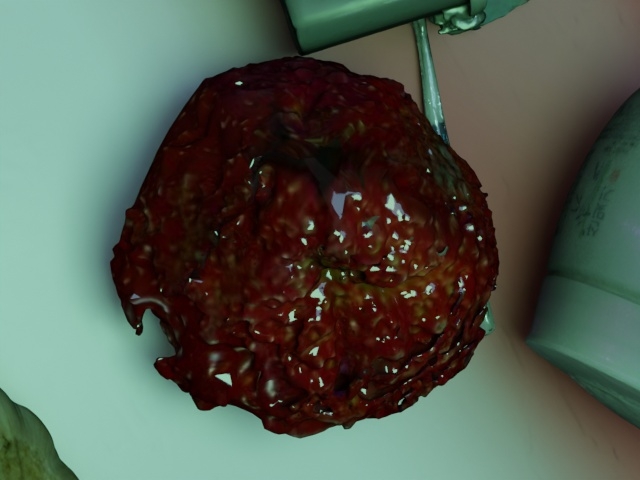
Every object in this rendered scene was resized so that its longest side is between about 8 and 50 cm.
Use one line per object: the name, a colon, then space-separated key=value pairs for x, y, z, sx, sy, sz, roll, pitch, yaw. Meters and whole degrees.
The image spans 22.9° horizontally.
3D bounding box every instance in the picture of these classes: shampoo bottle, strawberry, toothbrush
shampoo bottle: x=0.302 y=0.024 z=1.138 sx=0.273 sy=0.273 sz=0.266 roll=28 pitch=86 yaw=-18
strawberry: x=0.000 y=0.000 z=1.053 sx=0.274 sy=0.220 sz=0.274 roll=2 pitch=84 yaw=-19
toothbrush: x=0.091 y=-0.067 z=1.192 sx=0.026 sy=0.024 sz=0.288 roll=-15 pitch=94 yaw=-20

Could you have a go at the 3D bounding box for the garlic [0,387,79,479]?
garlic: x=-0.261 y=0.203 z=0.990 sx=0.212 sy=0.218 sz=0.218 roll=-31 pitch=102 yaw=20

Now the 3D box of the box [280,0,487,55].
box: x=0.014 y=-0.244 z=1.093 sx=0.135 sy=0.163 sz=0.243 roll=-19 pitch=96 yaw=1

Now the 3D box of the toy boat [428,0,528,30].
toy boat: x=0.172 y=-0.282 z=1.207 sx=0.206 sy=0.096 sz=0.282 roll=20 pitch=91 yaw=-34
